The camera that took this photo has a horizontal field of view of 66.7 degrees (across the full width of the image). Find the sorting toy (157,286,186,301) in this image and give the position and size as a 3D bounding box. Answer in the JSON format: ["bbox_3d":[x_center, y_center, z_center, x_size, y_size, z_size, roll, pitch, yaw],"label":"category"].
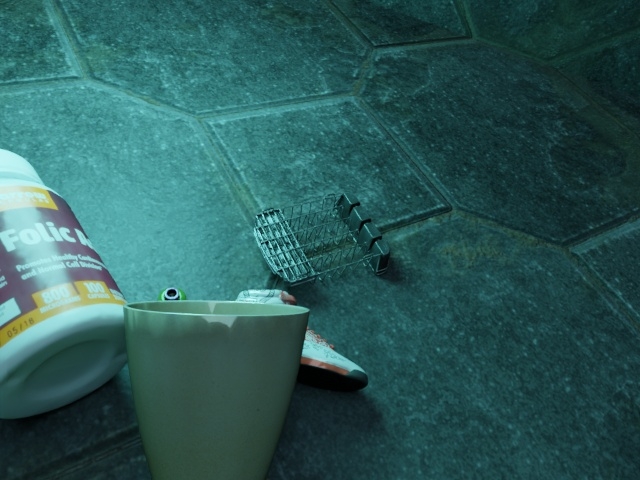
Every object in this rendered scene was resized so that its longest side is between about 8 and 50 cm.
[{"bbox_3d":[-0.276,0.118,0.878,0.061,0.042,0.102,21,49,2],"label":"sorting toy"}]

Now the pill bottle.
[{"bbox_3d":[-0.468,0.049,0.759,0.224,0.224,0.392,-27,64,-32],"label":"pill bottle"}]

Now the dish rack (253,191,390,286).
[{"bbox_3d":[0.000,0.000,1.039,0.272,0.074,0.208,-15,56,-24],"label":"dish rack"}]

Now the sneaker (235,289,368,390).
[{"bbox_3d":[-0.038,0.170,0.873,0.270,0.090,0.145,14,52,-1],"label":"sneaker"}]

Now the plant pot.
[{"bbox_3d":[-0.148,0.229,0.684,0.257,0.256,0.274,3,87,-14],"label":"plant pot"}]
